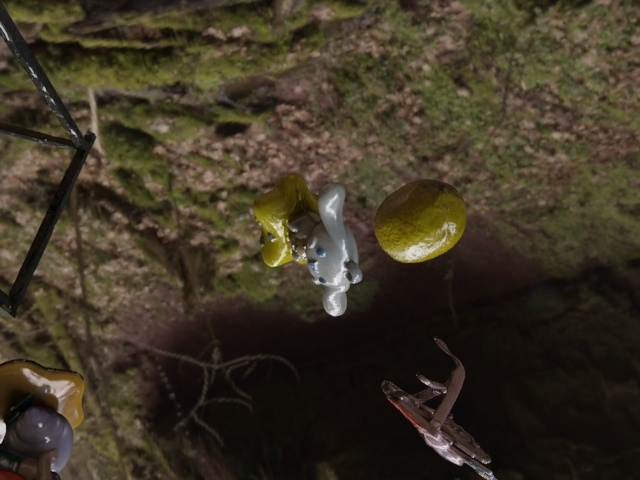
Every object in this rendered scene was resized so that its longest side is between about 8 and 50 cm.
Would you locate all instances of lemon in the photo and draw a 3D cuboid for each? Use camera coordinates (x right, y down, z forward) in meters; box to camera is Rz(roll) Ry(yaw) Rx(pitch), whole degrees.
[{"bbox_3d":[0.097,-0.018,0.785,0.082,0.082,0.110,-14,169,-40],"label":"lemon"}]

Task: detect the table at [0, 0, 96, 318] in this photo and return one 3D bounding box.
[{"bbox_3d":[-0.450,-0.115,0.881,0.222,0.272,0.335,14,158,9],"label":"table"}]

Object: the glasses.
[{"bbox_3d":[0.161,0.207,0.940,0.095,0.162,0.255,-44,176,3],"label":"glasses"}]

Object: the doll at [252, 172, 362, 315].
[{"bbox_3d":[0.000,0.006,0.672,0.071,0.135,0.113,-30,-156,-26],"label":"doll"}]

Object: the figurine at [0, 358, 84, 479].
[{"bbox_3d":[-0.322,0.281,0.837,0.208,0.257,0.181,28,112,-40],"label":"figurine"}]
